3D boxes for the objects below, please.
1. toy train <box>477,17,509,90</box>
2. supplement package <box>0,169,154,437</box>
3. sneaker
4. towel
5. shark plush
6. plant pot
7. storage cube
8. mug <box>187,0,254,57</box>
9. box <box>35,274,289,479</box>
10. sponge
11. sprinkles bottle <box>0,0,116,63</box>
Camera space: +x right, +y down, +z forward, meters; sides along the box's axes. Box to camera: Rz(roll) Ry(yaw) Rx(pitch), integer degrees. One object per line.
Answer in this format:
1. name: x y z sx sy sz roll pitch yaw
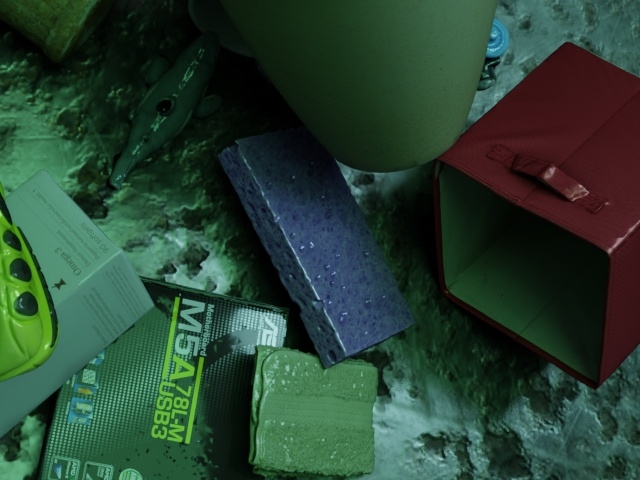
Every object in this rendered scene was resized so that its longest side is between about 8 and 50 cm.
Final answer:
1. toy train: 0.113 -0.229 1.162 0.105 0.080 0.184 -14 82 -18
2. supplement package: -0.235 0.055 0.902 0.179 0.105 0.105 -42 66 -13
3. sneaker: -0.284 -0.023 0.828 0.123 0.109 0.296 -26 59 -7
4. towel: -0.004 0.149 1.015 0.148 0.027 0.110 14 73 -44
5. shark plush: -0.145 -0.116 1.036 0.073 0.067 0.161 47 65 -5
6. plant pot: 0.035 -0.195 0.938 0.256 0.274 0.257 -8 44 8
7. storage cube: 0.231 -0.025 1.059 0.183 0.215 0.193 32 61 31
8. mug: -0.041 -0.260 1.111 0.113 0.150 0.169 7 65 18
9. box: -0.129 0.132 0.991 0.184 0.045 0.191 14 71 -15
10. sponge: 0.000 0.000 1.054 0.117 0.031 0.210 -20 81 -51
11. sprinkles bottle: -0.327 -0.298 0.983 0.355 0.121 0.121 36 67 -9
